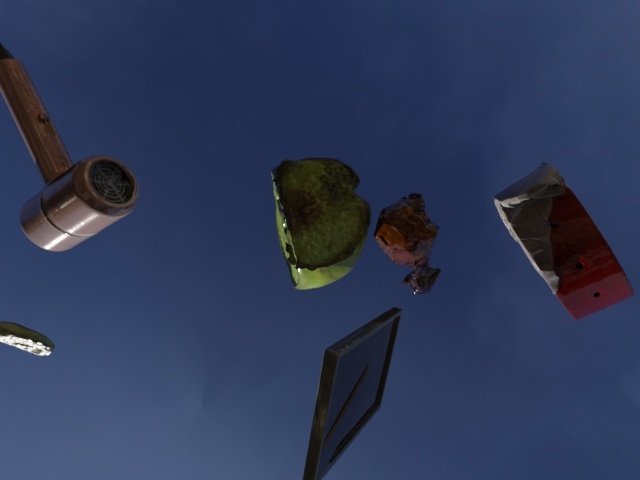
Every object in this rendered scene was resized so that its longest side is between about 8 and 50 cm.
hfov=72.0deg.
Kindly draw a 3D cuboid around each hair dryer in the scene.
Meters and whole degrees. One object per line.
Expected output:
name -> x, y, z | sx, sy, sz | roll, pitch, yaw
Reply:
hair dryer -> -0.434, -0.167, 0.695 | 0.107, 0.189, 0.344 | -34, -80, -59

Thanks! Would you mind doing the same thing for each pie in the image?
pie -> -0.358, 0.114, 0.522 | 0.084, 0.084, 0.021 | 17, -121, -8

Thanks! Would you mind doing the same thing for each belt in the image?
belt -> 0.425, 0.000, 0.790 | 0.324, 0.115, 0.227 | 44, -156, -28

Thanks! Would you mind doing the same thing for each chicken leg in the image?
chicken leg -> 0.188, 0.028, 0.861 | 0.113, 0.304, 0.093 | -23, -128, 10

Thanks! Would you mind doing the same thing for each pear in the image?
pear -> 0.000, 0.000, 0.873 | 0.164, 0.255, 0.238 | -11, -121, -9

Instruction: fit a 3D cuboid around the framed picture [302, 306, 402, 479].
framed picture -> 0.045, 0.168, 0.513 | 0.015, 0.203, 0.150 | 14, -78, 26
